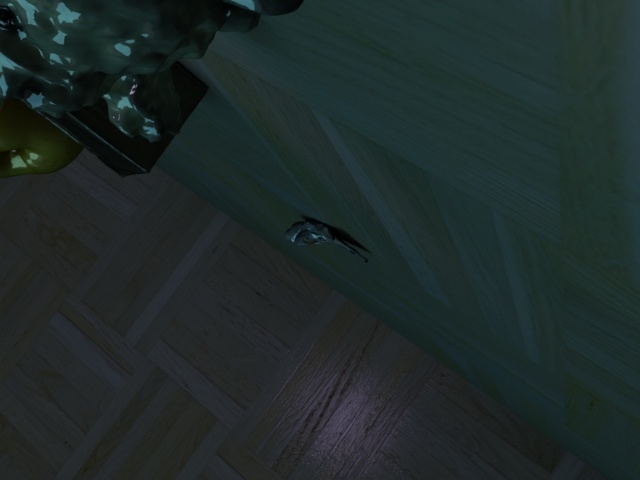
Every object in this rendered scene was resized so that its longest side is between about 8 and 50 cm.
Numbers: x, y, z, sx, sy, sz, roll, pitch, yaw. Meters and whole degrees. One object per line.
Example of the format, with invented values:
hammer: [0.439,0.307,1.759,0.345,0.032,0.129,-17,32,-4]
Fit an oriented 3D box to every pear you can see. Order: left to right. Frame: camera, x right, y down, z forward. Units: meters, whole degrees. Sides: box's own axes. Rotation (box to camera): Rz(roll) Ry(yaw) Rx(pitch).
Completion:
pear: [-0.493,-0.252,1.153,0.314,0.314,0.314,36,174,4]

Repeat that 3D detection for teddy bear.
teddy bear: [-0.223,-0.129,0.510,0.327,0.375,0.362,24,-160,-51]

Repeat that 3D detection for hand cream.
hand cream: [0.002,-0.003,1.441,0.084,0.050,0.257,37,168,-26]

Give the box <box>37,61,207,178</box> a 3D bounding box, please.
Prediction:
box: [-0.297,-0.214,0.981,0.231,0.155,0.149,40,165,-23]
